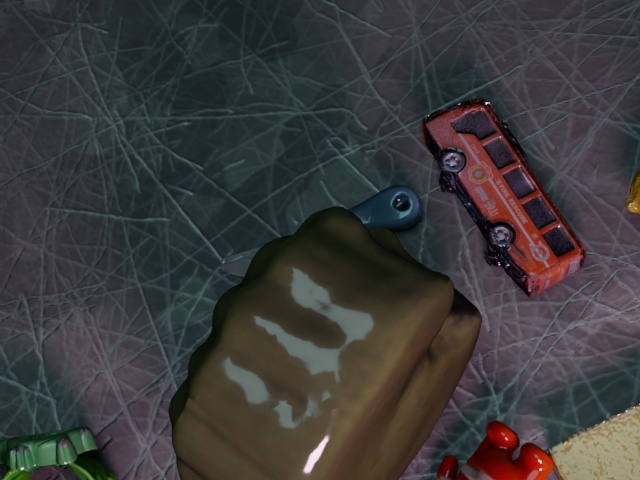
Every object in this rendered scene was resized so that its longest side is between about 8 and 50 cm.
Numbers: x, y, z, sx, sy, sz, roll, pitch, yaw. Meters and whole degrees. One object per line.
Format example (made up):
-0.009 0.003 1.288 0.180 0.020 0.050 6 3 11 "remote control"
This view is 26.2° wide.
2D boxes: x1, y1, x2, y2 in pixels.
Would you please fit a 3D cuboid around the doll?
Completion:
0.138 0.300 1.392 0.245 0.076 0.142 -52 37 -4 "doll"

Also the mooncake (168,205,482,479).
0.005 0.135 1.346 0.187 0.351 0.351 31 79 17 "mooncake"

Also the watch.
-0.299 0.283 1.492 0.165 0.131 0.152 -11 87 4 "watch"

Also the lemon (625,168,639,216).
0.378 -0.054 1.472 0.111 0.082 0.082 -24 67 2 "lemon"

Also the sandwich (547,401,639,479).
0.382 0.252 1.376 0.245 0.063 0.212 -26 71 3 "sandwich"

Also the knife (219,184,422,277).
0.001 0.002 1.567 0.244 0.032 0.058 -23 76 8 "knife"

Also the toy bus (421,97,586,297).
0.197 -0.051 1.521 0.096 0.073 0.235 -25 67 -7 "toy bus"
